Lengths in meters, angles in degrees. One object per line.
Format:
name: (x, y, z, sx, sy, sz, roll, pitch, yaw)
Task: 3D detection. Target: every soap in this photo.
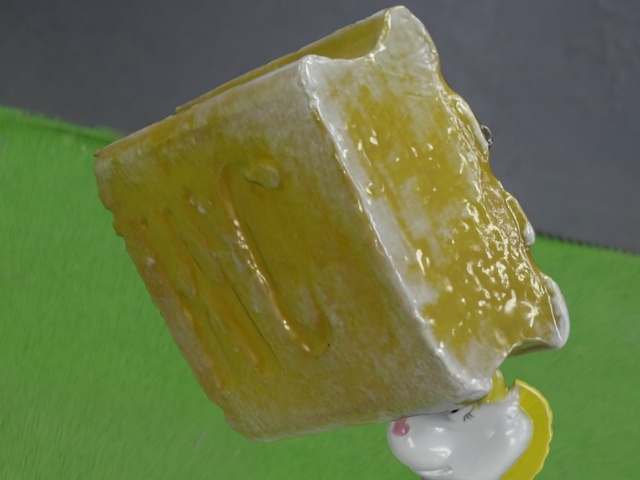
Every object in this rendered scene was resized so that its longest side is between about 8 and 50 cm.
soap: (0.000, 0.000, 1.427, 0.156, 0.335, 0.293, -29, 98, -36)

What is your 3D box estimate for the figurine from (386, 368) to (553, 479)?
figurine: (0.114, 0.178, 1.418, 0.129, 0.109, 0.178, 9, 102, 14)
